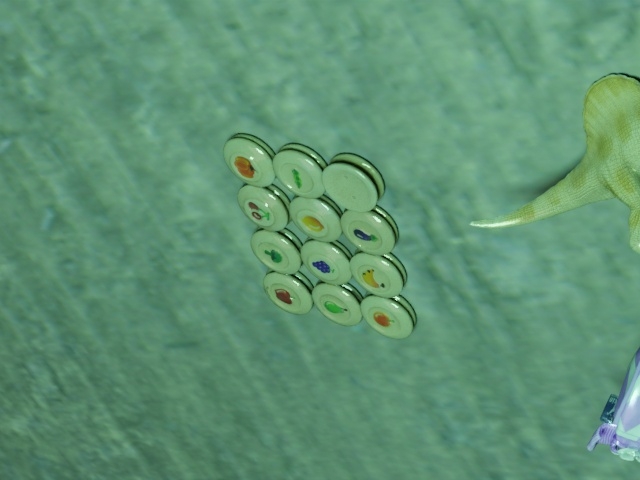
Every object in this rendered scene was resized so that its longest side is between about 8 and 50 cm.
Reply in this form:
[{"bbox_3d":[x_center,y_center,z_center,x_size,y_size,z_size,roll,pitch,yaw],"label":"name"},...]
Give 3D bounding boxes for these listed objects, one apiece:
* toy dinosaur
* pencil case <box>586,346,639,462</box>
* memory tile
[{"bbox_3d":[0.159,-0.036,0.870,0.092,0.053,0.183,50,138,8],"label":"toy dinosaur"},{"bbox_3d":[0.248,0.115,0.919,0.206,0.088,0.086,24,145,16],"label":"pencil case"},{"bbox_3d":[0.000,0.000,1.064,0.113,0.012,0.148,13,138,29],"label":"memory tile"}]
